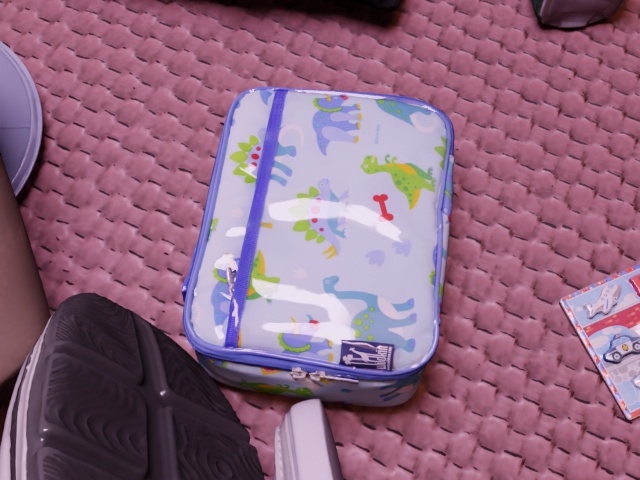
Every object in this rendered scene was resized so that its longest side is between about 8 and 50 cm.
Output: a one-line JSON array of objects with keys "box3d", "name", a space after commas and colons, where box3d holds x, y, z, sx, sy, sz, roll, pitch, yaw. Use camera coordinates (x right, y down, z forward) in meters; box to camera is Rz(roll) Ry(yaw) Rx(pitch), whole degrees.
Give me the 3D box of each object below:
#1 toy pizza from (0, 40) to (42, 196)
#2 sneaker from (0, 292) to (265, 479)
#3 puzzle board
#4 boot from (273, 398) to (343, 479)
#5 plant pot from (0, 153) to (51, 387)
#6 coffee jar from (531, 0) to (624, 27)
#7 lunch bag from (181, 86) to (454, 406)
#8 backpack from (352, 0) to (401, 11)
[{"box3d": [-0.313, -0.079, 0.669, 0.201, 0.032, 0.201, 0, 72, -1], "name": "toy pizza"}, {"box3d": [-0.149, 0.238, 0.422, 0.257, 0.169, 0.448, -39, 39, 16], "name": "sneaker"}, {"box3d": [0.251, 0.059, 0.625, 0.128, 0.011, 0.096, -23, 69, -9], "name": "puzzle board"}, {"box3d": [-0.036, 0.226, 0.511, 0.123, 0.095, 0.258, -10, 60, 4], "name": "boot"}, {"box3d": [-0.286, -0.001, 0.520, 0.263, 0.263, 0.229, -29, 107, -12], "name": "plant pot"}, {"box3d": [0.202, -0.278, 0.723, 0.079, 0.096, 0.184, -5, 66, -5], "name": "coffee jar"}, {"box3d": [0.000, 0.000, 0.606, 0.176, 0.090, 0.219, 9, 64, 5], "name": "lunch bag"}, {"box3d": [-0.107, -0.347, 0.690, 0.355, 0.273, 0.290, 3, 73, 15], "name": "backpack"}]
